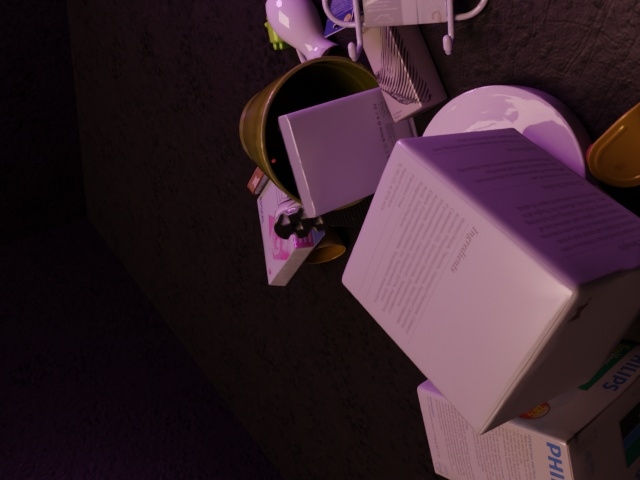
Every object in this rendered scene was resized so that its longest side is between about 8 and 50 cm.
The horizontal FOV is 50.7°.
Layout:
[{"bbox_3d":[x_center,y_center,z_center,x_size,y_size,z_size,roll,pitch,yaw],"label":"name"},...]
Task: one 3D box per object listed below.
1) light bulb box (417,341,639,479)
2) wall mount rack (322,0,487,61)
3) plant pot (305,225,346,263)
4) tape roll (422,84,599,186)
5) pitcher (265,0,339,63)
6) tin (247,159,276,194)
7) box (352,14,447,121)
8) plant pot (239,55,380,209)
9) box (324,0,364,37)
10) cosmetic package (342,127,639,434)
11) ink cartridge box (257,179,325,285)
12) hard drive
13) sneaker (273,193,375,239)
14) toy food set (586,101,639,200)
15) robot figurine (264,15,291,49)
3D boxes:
[{"bbox_3d":[0.463,0.361,1.393,0.361,0.358,0.225,8,118,52],"label":"light bulb box"},{"bbox_3d":[0.152,-0.517,1.334,0.350,0.130,0.304,1,125,17],"label":"wall mount rack"},{"bbox_3d":[0.000,0.000,2.054,0.134,0.134,0.095,-49,52,55],"label":"plant pot"},{"bbox_3d":[0.371,-0.124,1.399,0.392,0.072,0.391,13,109,41],"label":"tape roll"},{"bbox_3d":[-0.057,-0.554,1.795,0.207,0.125,0.178,53,159,-1],"label":"pitcher"},{"bbox_3d":[-0.171,-0.210,2.171,0.040,0.106,0.189,57,147,13],"label":"tin"},{"bbox_3d":[0.179,-0.422,1.548,0.113,0.094,0.275,-24,90,58],"label":"box"},{"bbox_3d":[-0.048,-0.284,1.768,0.353,0.367,0.366,22,128,61],"label":"plant pot"},{"bbox_3d":[0.073,-0.578,1.540,0.136,0.037,0.225,7,83,64],"label":"box"},{"bbox_3d":[0.310,0.046,1.177,0.393,0.330,0.327,48,133,35],"label":"cosmetic package"},{"bbox_3d":[-0.100,-0.076,2.060,0.330,0.072,0.324,126,141,-51],"label":"ink cartridge box"},{"bbox_3d":[0.084,-0.219,1.572,0.047,0.353,0.233,1,110,55],"label":"hard drive"},{"bbox_3d":[0.033,-0.109,1.837,0.146,0.331,0.122,-92,-10,-47],"label":"sneaker"},{"bbox_3d":[0.544,-0.167,1.196,0.128,0.071,0.218,29,134,-9],"label":"toy food set"},{"bbox_3d":[-0.114,-0.594,1.884,0.101,0.067,0.115,12,120,45],"label":"robot figurine"}]
